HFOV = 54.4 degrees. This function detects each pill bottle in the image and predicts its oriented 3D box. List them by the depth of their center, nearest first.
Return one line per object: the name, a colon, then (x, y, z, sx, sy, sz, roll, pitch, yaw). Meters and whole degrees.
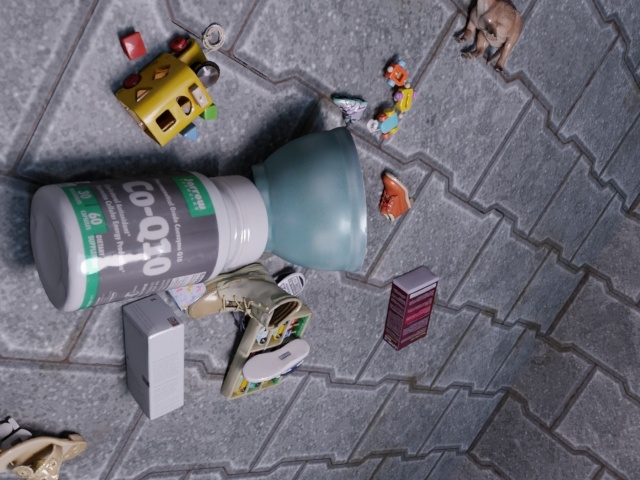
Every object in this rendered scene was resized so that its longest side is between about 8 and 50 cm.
pill bottle: (-0.284, -0.013, 1.074, 0.361, 0.204, 0.204, -12, 127, -39)

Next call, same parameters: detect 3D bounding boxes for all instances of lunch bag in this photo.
lunch bag: (-0.281, 0.096, 1.280, 0.071, 0.053, 0.083, -40, 130, -18)

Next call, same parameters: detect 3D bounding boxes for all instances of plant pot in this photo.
plant pot: (-0.037, -0.072, 1.244, 0.196, 0.293, 0.293, -6, 127, -10)

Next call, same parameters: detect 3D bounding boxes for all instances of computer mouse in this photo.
computer mouse: (-0.124, 0.131, 1.472, 0.193, 0.042, 0.106, -30, 132, -17)

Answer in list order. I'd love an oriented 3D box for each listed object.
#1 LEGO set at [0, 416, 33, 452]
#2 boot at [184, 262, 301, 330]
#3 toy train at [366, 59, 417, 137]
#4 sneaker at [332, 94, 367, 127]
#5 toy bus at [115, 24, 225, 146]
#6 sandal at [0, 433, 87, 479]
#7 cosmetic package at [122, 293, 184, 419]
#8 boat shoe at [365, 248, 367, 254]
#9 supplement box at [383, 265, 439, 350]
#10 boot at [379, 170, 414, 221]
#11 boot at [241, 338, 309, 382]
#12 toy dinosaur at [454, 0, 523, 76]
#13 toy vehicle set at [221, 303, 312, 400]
LEGO set: (-0.652, 0.385, 1.119, 0.227, 0.093, 0.087, -36, 170, -27)
boot: (-0.166, 0.139, 1.334, 0.213, 0.165, 0.077, -24, 133, -31)
toy train: (0.152, -0.317, 1.401, 0.125, 0.046, 0.166, 16, 103, -48)
sneaker: (0.058, -0.273, 1.342, 0.098, 0.038, 0.069, -3, 120, -43)
toy bus: (-0.228, -0.250, 1.027, 0.190, 0.104, 0.202, -8, 124, -41)
sandal: (-0.525, 0.435, 1.213, 0.088, 0.079, 0.240, -45, 162, 4)
cosmetic package: (-0.341, 0.240, 1.279, 0.085, 0.117, 0.231, -20, 130, -35)
boat shoe: (0.000, 0.000, 1.458, 0.254, 0.079, 0.095, 3, 133, -36)
supplement box: (0.273, 0.208, 1.892, 0.130, 0.073, 0.240, -19, 130, -33)
boot: (0.180, -0.108, 1.577, 0.084, 0.059, 0.158, -42, 141, -5)
boot: (-0.111, 0.309, 1.503, 0.189, 0.069, 0.086, -17, 145, -35)
toy dinosaur: (0.421, -0.520, 1.455, 0.200, 0.127, 0.295, -59, 147, -3)
toy vehicle set: (-0.134, 0.277, 1.540, 0.165, 0.035, 0.267, -8, 133, -42)
